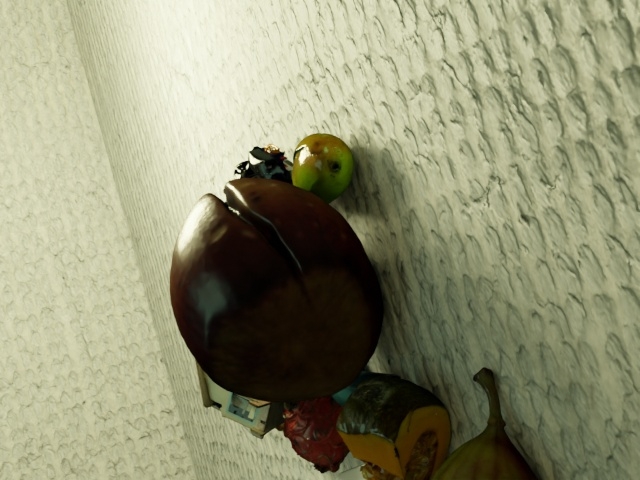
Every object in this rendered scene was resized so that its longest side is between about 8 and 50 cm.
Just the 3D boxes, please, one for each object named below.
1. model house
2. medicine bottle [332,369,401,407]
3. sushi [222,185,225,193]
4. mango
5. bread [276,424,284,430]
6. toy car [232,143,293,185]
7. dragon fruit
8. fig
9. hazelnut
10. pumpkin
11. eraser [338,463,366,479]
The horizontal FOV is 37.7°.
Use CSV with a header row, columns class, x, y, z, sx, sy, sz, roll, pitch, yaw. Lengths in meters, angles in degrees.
class,x,y,z,sx,sy,sz,roll,pitch,yaw
model house,-0.164,0.239,2.070,0.244,0.169,0.325,21,101,32
medicine bottle,0.088,0.283,1.856,0.258,0.079,0.124,-6,99,67
sushi,-0.161,-0.029,2.203,0.147,0.115,0.212,55,150,41
mango,0.000,-0.133,1.775,0.233,0.111,0.125,134,141,-79
bread,-0.089,0.328,2.258,0.234,0.111,0.184,70,156,14
toy car,-0.097,-0.057,2.006,0.193,0.118,0.301,33,131,53
dragon fruit,0.000,0.390,2.017,0.172,0.172,0.209,20,135,63
fig,0.252,0.353,1.424,0.217,0.217,0.320,154,123,-67
hazelnut,-0.091,0.104,1.736,0.429,0.402,0.402,47,179,-39
pumpkin,0.118,0.381,1.635,0.139,0.190,0.280,12,88,41
eraser,0.126,0.479,1.891,0.078,0.076,0.298,69,157,13
